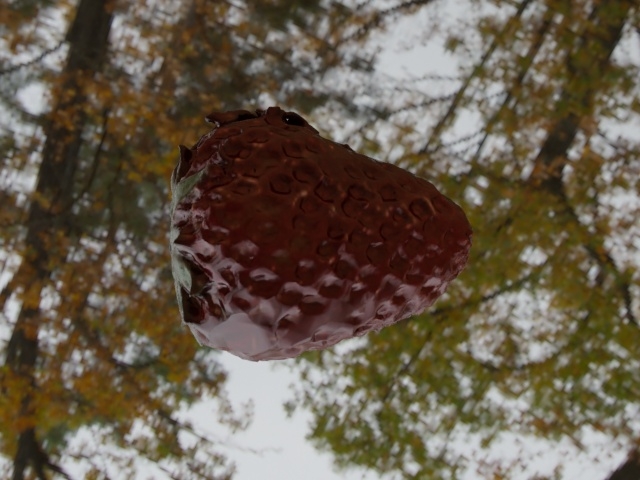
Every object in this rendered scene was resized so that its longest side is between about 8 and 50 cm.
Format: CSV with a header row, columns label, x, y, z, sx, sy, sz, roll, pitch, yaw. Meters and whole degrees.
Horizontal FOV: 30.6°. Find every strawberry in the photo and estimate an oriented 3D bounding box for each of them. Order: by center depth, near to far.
label,x,y,z,sx,sy,sz,roll,pitch,yaw
strawberry,0.000,0.000,0.947,0.244,0.205,0.205,-1,-145,-10
